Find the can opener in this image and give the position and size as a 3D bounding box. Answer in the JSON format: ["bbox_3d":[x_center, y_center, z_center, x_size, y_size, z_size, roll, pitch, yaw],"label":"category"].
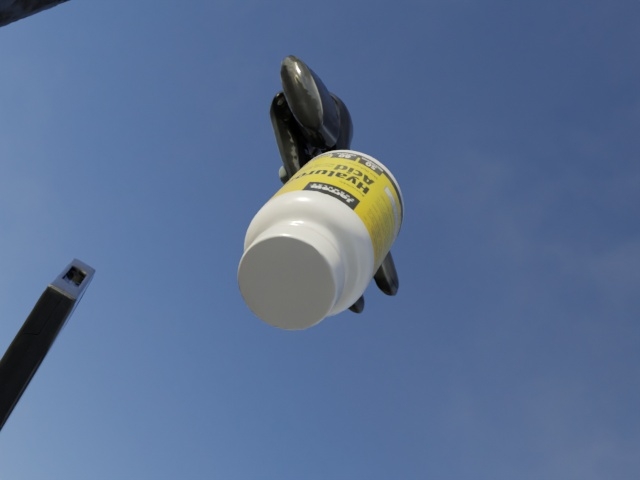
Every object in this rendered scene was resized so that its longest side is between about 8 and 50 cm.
[{"bbox_3d":[0.003,-0.034,0.758,0.059,0.073,0.186,-27,-117,21],"label":"can opener"}]

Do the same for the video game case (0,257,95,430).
[{"bbox_3d":[-0.311,0.151,1.111,0.035,0.274,0.248,31,0,-8],"label":"video game case"}]

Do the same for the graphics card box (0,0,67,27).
[{"bbox_3d":[-0.262,-0.251,0.611,0.371,0.233,0.094,37,-44,20],"label":"graphics card box"}]

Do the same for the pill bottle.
[{"bbox_3d":[0.000,0.000,0.563,0.065,0.116,0.065,5,-68,14],"label":"pill bottle"}]
